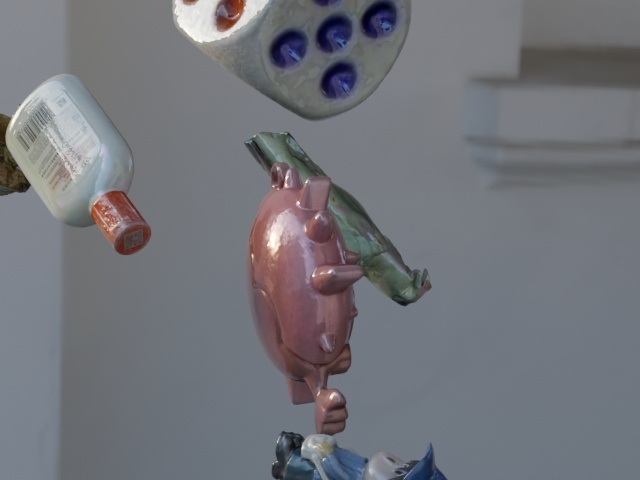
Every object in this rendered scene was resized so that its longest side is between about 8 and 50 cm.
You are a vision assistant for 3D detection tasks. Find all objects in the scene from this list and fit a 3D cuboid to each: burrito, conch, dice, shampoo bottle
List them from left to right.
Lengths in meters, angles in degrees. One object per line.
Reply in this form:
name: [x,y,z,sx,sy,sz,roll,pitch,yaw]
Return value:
shampoo bottle: [-0.236,-0.070,1.726,0.051,0.108,0.221,31,16,-53]
dice: [-0.041,-0.342,2.510,0.243,0.251,0.259,30,8,-38]
conch: [0.002,0.002,2.117,0.180,0.088,0.065,1,0,-15]
burrito: [0.022,-0.032,2.255,0.309,0.066,0.096,44,9,1]

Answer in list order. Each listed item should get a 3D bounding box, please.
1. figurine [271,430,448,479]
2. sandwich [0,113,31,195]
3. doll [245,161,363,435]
figurine: [0.035,0.194,1.384,0.149,0.087,0.086,12,-8,16]
sandwich: [-0.504,-0.108,2.037,0.254,0.099,0.288,14,-16,-37]
doll: [-0.016,0.050,1.568,0.093,0.262,0.211,-5,-29,-19]
